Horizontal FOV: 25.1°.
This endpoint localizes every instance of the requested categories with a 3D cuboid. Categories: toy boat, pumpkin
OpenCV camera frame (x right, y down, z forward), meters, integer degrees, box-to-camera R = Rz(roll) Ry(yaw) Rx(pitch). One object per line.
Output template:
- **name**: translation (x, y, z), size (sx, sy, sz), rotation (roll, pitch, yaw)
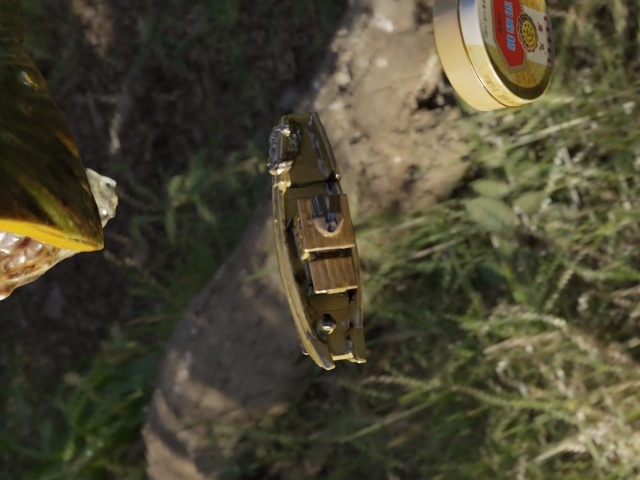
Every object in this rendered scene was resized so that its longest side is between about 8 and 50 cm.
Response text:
- **toy boat**: translation (0.000, 0.000, 1.114), size (0.072, 0.064, 0.206), rotation (125, 135, -68)
- **pumpkin**: translation (-0.289, -0.099, 0.888), size (0.095, 0.290, 0.258), rotation (-41, 65, 41)

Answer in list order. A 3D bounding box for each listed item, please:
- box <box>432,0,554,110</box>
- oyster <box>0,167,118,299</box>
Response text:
- **box**: translation (0.118, -0.140, 0.970), size (0.037, 0.105, 0.105), rotation (-9, 98, 37)
- **oyster**: translation (-0.293, 0.012, 1.173), size (0.100, 0.271, 0.275), rotation (60, -174, 16)
